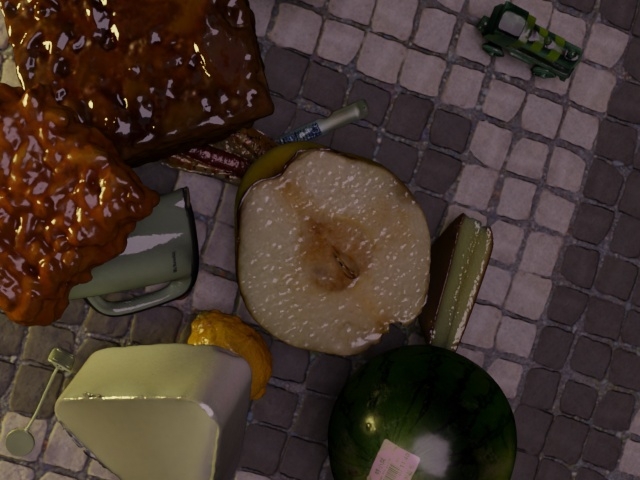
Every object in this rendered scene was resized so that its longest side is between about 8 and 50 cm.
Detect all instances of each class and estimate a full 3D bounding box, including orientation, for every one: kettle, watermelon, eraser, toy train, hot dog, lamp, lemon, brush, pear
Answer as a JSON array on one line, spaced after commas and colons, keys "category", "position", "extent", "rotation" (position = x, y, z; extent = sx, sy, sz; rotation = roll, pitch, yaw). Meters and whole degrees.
[{"category": "kettle", "position": [-0.336, 0.027, 1.757], "extent": [0.255, 0.165, 0.240], "rotation": [-9, 125, -15]}, {"category": "watermelon", "position": [0.175, 0.345, 1.782], "extent": [0.363, 0.363, 0.364], "rotation": [-1, 94, -12]}, {"category": "eraser", "position": [-0.245, 0.330, 1.745], "extent": [0.331, 0.150, 0.331], "rotation": [12, 127, 16]}, {"category": "toy train", "position": [0.388, -0.359, 1.889], "extent": [0.200, 0.132, 0.083], "rotation": [21, 90, -11]}, {"category": "hot dog", "position": [-0.176, -0.161, 1.810], "extent": [0.252, 0.069, 0.131], "rotation": [23, 91, -12]}, {"category": "lamp", "position": [-0.488, 0.283, 1.798], "extent": [0.050, 0.056, 0.198], "rotation": [27, 99, -14]}, {"category": "lemon", "position": [-0.163, 0.204, 1.802], "extent": [0.142, 0.142, 0.187], "rotation": [-33, 98, -8]}, {"category": "brush", "position": [0.009, -0.209, 1.870], "extent": [0.178, 0.030, 0.033], "rotation": [-26, 89, -9]}, {"category": "pear", "position": [0.000, 0.000, 1.793], "extent": [0.340, 0.191, 0.387], "rotation": [-33, 113, -4]}]

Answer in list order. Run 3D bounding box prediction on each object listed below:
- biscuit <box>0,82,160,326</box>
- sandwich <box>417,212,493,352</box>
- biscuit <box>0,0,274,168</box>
[{"category": "biscuit", "position": [-0.447, -0.060, 1.570], "extent": [0.312, 0.110, 0.318], "rotation": [-44, 92, 9]}, {"category": "sandwich", "position": [0.241, 0.081, 1.908], "extent": [0.094, 0.096, 0.258], "rotation": [20, 88, -19]}, {"category": "biscuit", "position": [-0.292, -0.297, 1.684], "extent": [0.394, 0.166, 0.343], "rotation": [-15, 84, 5]}]
